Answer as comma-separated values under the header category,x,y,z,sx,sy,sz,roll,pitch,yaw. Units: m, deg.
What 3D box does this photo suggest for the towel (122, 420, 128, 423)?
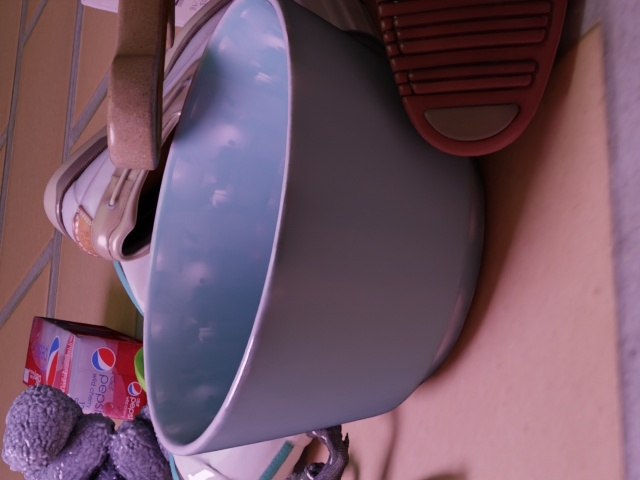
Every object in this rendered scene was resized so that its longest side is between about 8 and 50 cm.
category,x,y,z,sx,sy,sz,roll,pitch,yaw
towel,-0.209,0.168,1.816,0.060,0.009,0.083,-120,44,-60

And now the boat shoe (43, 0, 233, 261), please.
category,x,y,z,sx,sy,sz,roll,pitch,yaw
boat shoe,-0.097,-0.100,1.401,0.302,0.113,0.103,-50,46,-7

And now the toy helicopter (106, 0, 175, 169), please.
category,x,y,z,sx,sy,sz,roll,pitch,yaw
toy helicopter,-0.129,-0.213,1.242,0.235,0.140,0.355,97,174,-54

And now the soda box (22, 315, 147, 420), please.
category,x,y,z,sx,sy,sz,roll,pitch,yaw
soda box,-0.258,0.138,1.807,0.263,0.092,0.083,-173,93,-71

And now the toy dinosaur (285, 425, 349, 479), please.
category,x,y,z,sx,sy,sz,roll,pitch,yaw
toy dinosaur,0.009,0.194,1.142,0.268,0.064,0.118,-56,39,45

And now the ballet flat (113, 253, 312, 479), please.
category,x,y,z,sx,sy,sz,roll,pitch,yaw
ballet flat,-0.081,0.059,1.386,0.400,0.139,0.139,-111,36,-48

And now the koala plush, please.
category,x,y,z,sx,sy,sz,roll,pitch,yaw
koala plush,-0.192,0.273,1.487,0.203,0.196,0.221,107,162,-51

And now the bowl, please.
category,x,y,z,sx,sy,sz,roll,pitch,yaw
bowl,0.000,0.000,1.100,0.311,0.163,0.311,-169,90,-71

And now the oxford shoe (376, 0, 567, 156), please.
category,x,y,z,sx,sy,sz,roll,pitch,yaw
oxford shoe,0.100,-0.208,1.062,0.130,0.123,0.348,72,-161,-72

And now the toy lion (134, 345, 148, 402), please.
category,x,y,z,sx,sy,sz,roll,pitch,yaw
toy lion,-0.123,0.102,1.491,0.096,0.100,0.034,-128,28,-47

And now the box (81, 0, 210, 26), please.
category,x,y,z,sx,sy,sz,roll,pitch,yaw
box,-0.181,-0.399,1.825,0.121,0.148,0.311,124,151,-49

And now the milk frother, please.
category,x,y,z,sx,sy,sz,roll,pitch,yaw
milk frother,-0.004,-0.128,1.305,0.135,0.129,0.143,-108,-9,-53
